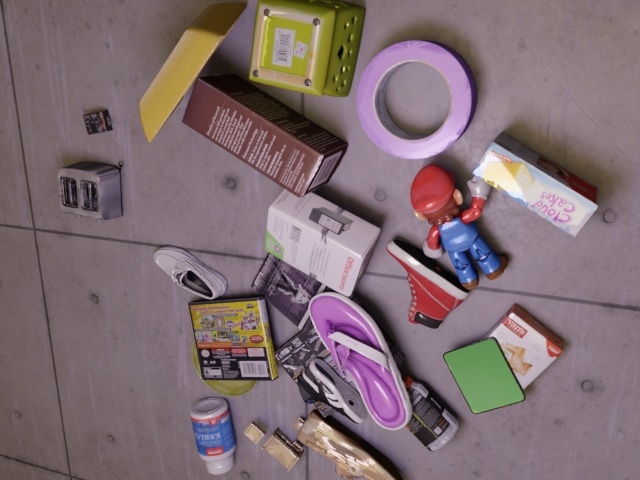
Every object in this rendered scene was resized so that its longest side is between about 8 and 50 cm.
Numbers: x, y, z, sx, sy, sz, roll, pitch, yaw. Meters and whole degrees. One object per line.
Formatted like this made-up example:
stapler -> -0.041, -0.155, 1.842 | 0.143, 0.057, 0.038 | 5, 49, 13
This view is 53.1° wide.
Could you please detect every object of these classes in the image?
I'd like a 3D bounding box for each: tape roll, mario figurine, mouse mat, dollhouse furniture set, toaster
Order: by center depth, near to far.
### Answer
tape roll -> 0.230, -0.336, 1.533 | 0.275, 0.090, 0.274 | 7, 110, 20
mario figurine -> 0.339, -0.052, 1.585 | 0.198, 0.170, 0.320 | -34, 105, -8
mouse mat -> 0.418, 0.349, 1.645 | 0.153, 0.007, 0.189 | -25, 97, 28
toaster -> -0.702, -0.156, 1.968 | 0.168, 0.110, 0.185 | 10, 110, 19
dollhouse furniture set -> -0.111, 0.585, 1.989 | 0.182, 0.101, 0.161 | 39, 92, 7

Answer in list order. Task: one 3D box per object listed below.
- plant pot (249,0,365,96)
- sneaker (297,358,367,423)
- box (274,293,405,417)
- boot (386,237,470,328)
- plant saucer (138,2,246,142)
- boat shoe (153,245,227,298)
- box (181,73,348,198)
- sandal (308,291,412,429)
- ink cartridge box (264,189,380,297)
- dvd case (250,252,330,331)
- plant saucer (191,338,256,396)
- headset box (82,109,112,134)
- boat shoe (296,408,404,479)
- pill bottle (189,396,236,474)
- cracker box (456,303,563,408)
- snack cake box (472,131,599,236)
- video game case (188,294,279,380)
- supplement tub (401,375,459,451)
plant pot -> -0.045, -0.468, 1.540 | 0.227, 0.207, 0.228 | 17, 113, 16
sneaker -> 0.026, 0.442, 1.795 | 0.217, 0.079, 0.121 | 47, 122, 11
box -> 0.049, 0.329, 1.828 | 0.307, 0.076, 0.242 | -42, 88, 28
boot -> 0.241, 0.121, 1.679 | 0.244, 0.088, 0.176 | 38, 118, 4
plant saucer -> -0.330, -0.442, 1.593 | 0.081, 0.332, 0.332 | 34, 119, -16
boat shoe -> -0.406, 0.097, 1.939 | 0.258, 0.084, 0.095 | 23, 114, 14
box -> -0.142, -0.276, 1.650 | 0.381, 0.191, 0.143 | 35, 116, 10
sandal -> 0.104, 0.316, 1.680 | 0.169, 0.102, 0.416 | -38, 84, 30
ink cartridge box -> 0.000, 0.000, 1.681 | 0.273, 0.114, 0.198 | 29, 145, 11
dvd case -> -0.085, 0.127, 1.813 | 0.221, 0.018, 0.164 | 38, 110, 25
plant saucer -> -0.291, 0.372, 2.006 | 0.241, 0.037, 0.240 | 7, 108, 20
headset box -> -0.669, -0.357, 1.933 | 0.083, 0.032, 0.062 | -5, 105, 23
boat shoe -> 0.089, 0.635, 1.869 | 0.341, 0.121, 0.110 | 35, 91, 14
pill bottle -> -0.340, 0.630, 2.061 | 0.124, 0.124, 0.221 | -3, 105, 24
cracker box -> 0.483, 0.298, 1.642 | 0.156, 0.067, 0.232 | 38, 116, 7
snack cake box -> 0.490, -0.133, 1.454 | 0.264, 0.152, 0.089 | 34, 117, 10
video game case -> -0.263, 0.295, 1.913 | 0.275, 0.035, 0.248 | -7, 95, 31
supplement tub -> 0.276, 0.471, 1.756 | 0.190, 0.117, 0.117 | 46, 118, 3
